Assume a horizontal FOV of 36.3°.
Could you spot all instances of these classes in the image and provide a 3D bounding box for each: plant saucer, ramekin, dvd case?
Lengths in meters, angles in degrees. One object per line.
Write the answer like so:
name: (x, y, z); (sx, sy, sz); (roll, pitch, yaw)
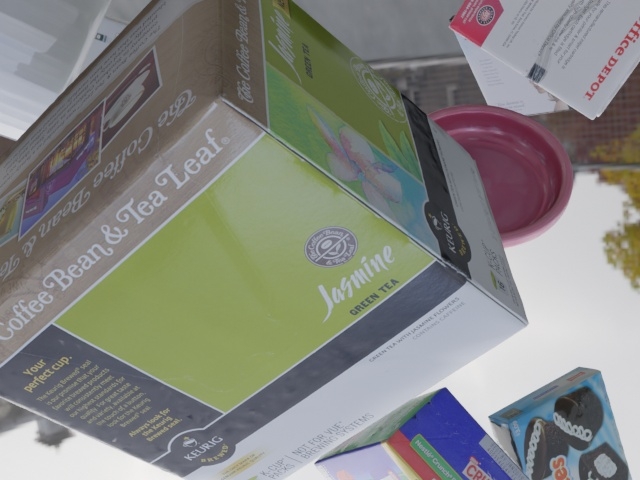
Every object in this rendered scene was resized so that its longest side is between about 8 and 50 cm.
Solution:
plant saucer: (0.286, -0.106, 1.779); (0.332, 0.084, 0.332); (-1, -127, 1)
ramekin: (-0.310, -0.236, 1.046); (0.135, 0.277, 0.277); (25, -175, -17)
dvd case: (0.383, -0.354, 1.946); (0.180, 0.253, 0.022); (-3, -139, 40)

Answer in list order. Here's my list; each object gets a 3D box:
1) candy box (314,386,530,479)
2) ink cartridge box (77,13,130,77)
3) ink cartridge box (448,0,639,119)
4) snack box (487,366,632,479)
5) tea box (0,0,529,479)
candy box: (0.159, 0.354, 1.335); (0.122, 0.268, 0.317); (-41, 178, -26)
ink cartridge box: (-0.373, -0.266, 1.498); (0.225, 0.181, 0.056); (21, -167, 15)
ink cartridge box: (0.323, -0.301, 1.321); (0.237, 0.172, 0.100); (34, -158, 6)
snack box: (0.389, 0.379, 1.505); (0.187, 0.322, 0.060); (-24, -168, -23)
tea box: (-0.074, 0.007, 0.800); (0.329, 0.323, 0.220); (-37, -143, 25)
